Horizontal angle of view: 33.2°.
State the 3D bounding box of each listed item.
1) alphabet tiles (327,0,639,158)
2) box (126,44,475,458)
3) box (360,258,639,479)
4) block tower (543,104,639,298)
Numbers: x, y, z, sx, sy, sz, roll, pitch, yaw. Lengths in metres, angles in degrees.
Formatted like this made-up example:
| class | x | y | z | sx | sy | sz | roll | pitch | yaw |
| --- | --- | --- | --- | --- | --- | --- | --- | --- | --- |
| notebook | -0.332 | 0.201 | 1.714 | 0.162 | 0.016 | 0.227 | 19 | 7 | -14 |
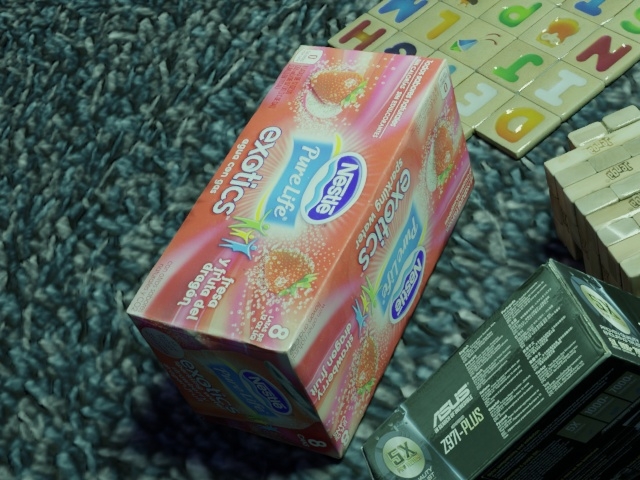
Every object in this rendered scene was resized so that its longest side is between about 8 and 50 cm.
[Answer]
| class | x | y | z | sx | sy | sz | roll | pitch | yaw |
| --- | --- | --- | --- | --- | --- | --- | --- | --- | --- |
| alphabet tiles | 0.177 | -0.210 | 1.076 | 0.342 | 0.011 | 0.285 | -39 | 48 | -14 |
| box | 0.000 | 0.000 | 0.865 | 0.142 | 0.154 | 0.300 | 11 | 54 | 28 |
| box | 0.141 | 0.115 | 0.661 | 0.180 | 0.147 | 0.077 | -50 | 41 | 25 |
| block tower | 0.270 | 0.048 | 0.760 | 0.091 | 0.097 | 0.335 | -24 | 44 | 0 |
